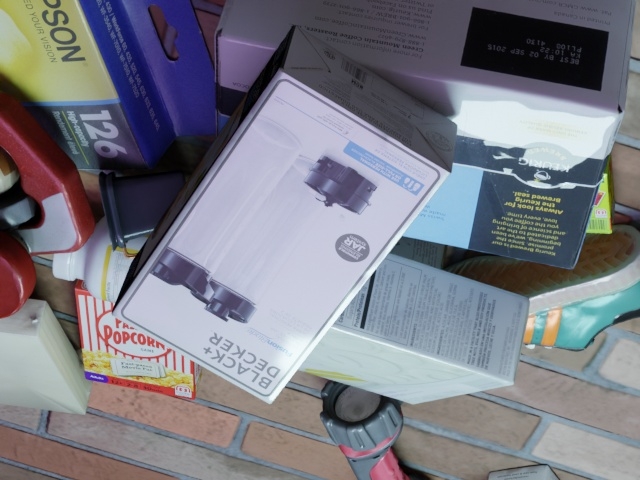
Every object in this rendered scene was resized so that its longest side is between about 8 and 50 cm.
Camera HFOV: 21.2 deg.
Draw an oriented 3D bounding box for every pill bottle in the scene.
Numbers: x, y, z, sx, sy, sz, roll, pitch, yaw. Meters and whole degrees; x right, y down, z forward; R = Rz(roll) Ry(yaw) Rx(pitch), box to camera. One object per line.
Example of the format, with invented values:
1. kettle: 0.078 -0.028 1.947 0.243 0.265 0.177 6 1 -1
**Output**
1. pill bottle: -0.209 0.025 1.966 0.184 0.103 0.103 12 141 3

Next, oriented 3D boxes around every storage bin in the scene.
1. storage bin: -0.186 -0.034 1.857 0.091 0.135 0.098 -11 95 -3

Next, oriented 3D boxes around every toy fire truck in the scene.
1. toy fire truck: -0.400 -0.063 1.795 0.302 0.169 0.254 -4 122 21

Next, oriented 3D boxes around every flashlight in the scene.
1. flashlight: 0.087 0.283 2.194 0.103 0.103 0.304 -36 137 -8

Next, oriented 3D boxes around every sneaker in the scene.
1. sneaker: 0.238 0.079 1.889 0.302 0.108 0.121 -15 129 29

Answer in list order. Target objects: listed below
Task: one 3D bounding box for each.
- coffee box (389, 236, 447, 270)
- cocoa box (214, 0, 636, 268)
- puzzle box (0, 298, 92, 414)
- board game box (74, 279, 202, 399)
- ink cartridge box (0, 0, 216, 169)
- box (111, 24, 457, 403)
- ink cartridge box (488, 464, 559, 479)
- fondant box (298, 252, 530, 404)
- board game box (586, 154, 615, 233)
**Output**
1. coffee box: 0.000 0.000 1.874 0.246 0.098 0.141 25 140 -13
2. cocoa box: 0.095 -0.153 1.554 0.347 0.231 0.228 11 143 5
3. puzzle box: -0.515 0.127 2.173 0.409 0.052 0.272 7 156 9
4. board game box: -0.223 0.114 2.123 0.147 0.045 0.193 10 141 6
5. ink cartridge box: -0.274 -0.191 1.757 0.307 0.072 0.303 1 139 18
6. box: -0.032 -0.015 1.442 0.169 0.087 0.290 31 121 -12
7. ink cartridge box: 0.273 0.427 2.206 0.092 0.219 0.160 -14 134 31
8. fondant box: 0.006 0.070 1.710 0.330 0.096 0.238 19 164 -18
9. board game box: 0.213 -0.055 1.787 0.181 0.043 0.092 1 139 15
